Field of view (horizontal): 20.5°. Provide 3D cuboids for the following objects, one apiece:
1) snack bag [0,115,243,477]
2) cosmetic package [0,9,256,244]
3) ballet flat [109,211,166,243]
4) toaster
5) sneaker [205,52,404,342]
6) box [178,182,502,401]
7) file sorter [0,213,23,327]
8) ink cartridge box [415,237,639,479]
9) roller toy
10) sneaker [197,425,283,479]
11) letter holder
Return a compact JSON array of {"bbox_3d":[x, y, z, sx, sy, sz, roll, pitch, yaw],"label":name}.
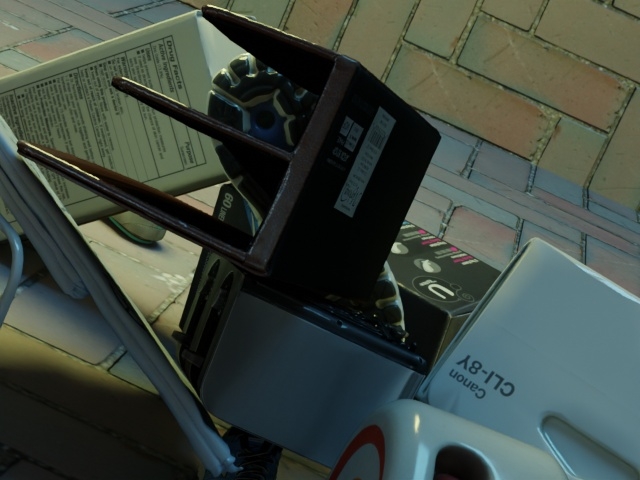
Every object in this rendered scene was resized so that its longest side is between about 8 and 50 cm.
[{"bbox_3d":[-0.186,0.021,1.361,0.342,0.037,0.323,55,-6,-9],"label":"snack bag"},{"bbox_3d":[-0.195,-0.102,1.661,0.296,0.153,0.129,-14,-1,25],"label":"cosmetic package"},{"bbox_3d":[-0.239,-0.070,1.950,0.213,0.068,0.072,33,16,32],"label":"ballet flat"},{"bbox_3d":[-0.015,0.092,1.337,0.185,0.110,0.168,25,2,-13],"label":"toaster"},{"bbox_3d":[0.000,0.000,1.512,0.129,0.330,0.147,-13,0,10],"label":"sneaker"},{"bbox_3d":[0.026,0.064,1.654,0.270,0.165,0.143,29,25,28],"label":"box"},{"bbox_3d":[-0.362,0.027,1.154,0.277,0.193,0.173,11,22,-42],"label":"file sorter"},{"bbox_3d":[0.272,0.183,1.409,0.279,0.160,0.385,33,-6,26],"label":"ink cartridge box"},{"bbox_3d":[0.078,0.215,1.176,0.146,0.191,0.209,22,14,-11],"label":"roller toy"},{"bbox_3d":[-0.061,0.175,1.335,0.063,0.073,0.162,22,14,-12],"label":"sneaker"},{"bbox_3d":[-0.061,-0.073,1.288,0.214,0.152,0.302,24,1,15],"label":"letter holder"}]
